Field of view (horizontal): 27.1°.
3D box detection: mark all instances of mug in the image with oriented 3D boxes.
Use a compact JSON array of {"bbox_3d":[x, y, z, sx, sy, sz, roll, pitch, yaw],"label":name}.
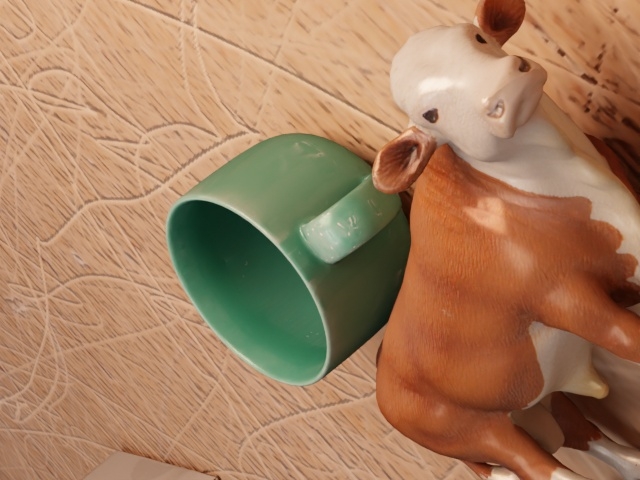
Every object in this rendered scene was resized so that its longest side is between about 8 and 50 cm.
[{"bbox_3d":[-0.001,0.006,0.749,0.158,0.097,0.129,16,134,44],"label":"mug"}]

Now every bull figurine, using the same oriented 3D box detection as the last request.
[{"bbox_3d":[0.105,0.026,0.624,0.188,0.101,0.310,34,150,16],"label":"bull figurine"}]

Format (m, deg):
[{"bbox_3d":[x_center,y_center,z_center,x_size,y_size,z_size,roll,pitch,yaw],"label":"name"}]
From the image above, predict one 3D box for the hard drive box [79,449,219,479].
[{"bbox_3d":[-0.126,0.325,1.258,0.181,0.089,0.232,0,122,52],"label":"hard drive box"}]
